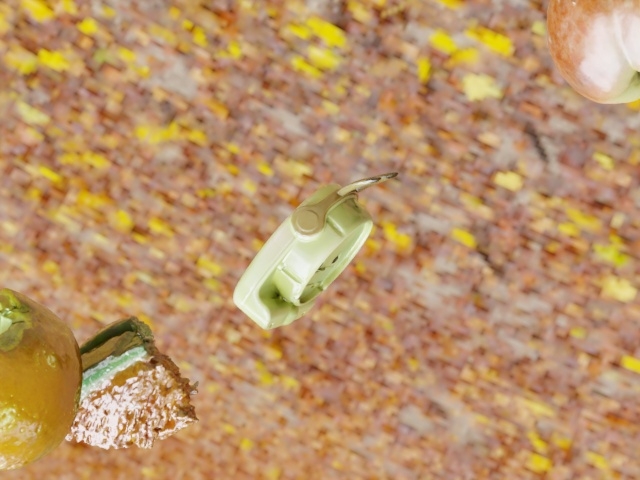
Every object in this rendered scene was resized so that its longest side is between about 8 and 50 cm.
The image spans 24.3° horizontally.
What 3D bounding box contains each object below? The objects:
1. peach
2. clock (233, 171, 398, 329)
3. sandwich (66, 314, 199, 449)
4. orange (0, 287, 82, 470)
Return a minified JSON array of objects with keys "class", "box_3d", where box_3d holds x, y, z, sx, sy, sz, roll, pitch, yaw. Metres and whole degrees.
[{"class":"peach","box_3d":[0.380,-0.284,1.797,0.232,0.232,0.232,23,161,8]},{"class":"clock","box_3d":[0.000,0.000,1.778,0.069,0.232,0.170,42,-163,12]},{"class":"sandwich","box_3d":[-0.258,0.200,1.885,0.160,0.184,0.109,51,-174,-11]},{"class":"orange","box_3d":[-0.349,0.161,1.679,0.158,0.179,0.237,19,-168,-14]}]
